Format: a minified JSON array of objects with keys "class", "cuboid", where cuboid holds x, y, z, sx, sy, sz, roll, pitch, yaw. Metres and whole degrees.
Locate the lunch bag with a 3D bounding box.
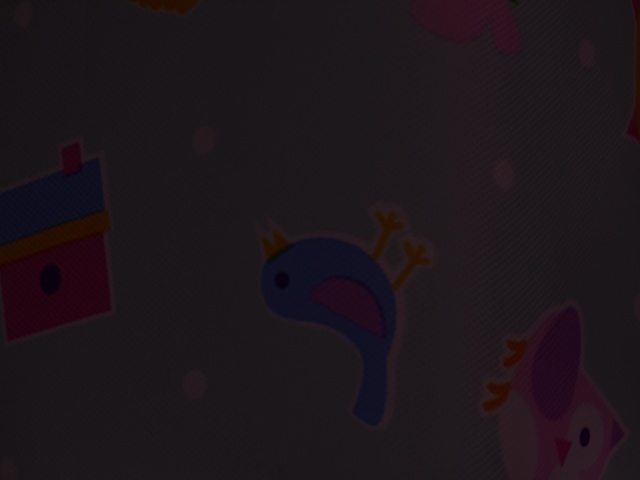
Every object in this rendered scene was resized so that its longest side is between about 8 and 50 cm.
[{"class":"lunch bag","cuboid":[-0.044,0.000,0.425,0.262,0.223,0.160,-2,175,38]}]
